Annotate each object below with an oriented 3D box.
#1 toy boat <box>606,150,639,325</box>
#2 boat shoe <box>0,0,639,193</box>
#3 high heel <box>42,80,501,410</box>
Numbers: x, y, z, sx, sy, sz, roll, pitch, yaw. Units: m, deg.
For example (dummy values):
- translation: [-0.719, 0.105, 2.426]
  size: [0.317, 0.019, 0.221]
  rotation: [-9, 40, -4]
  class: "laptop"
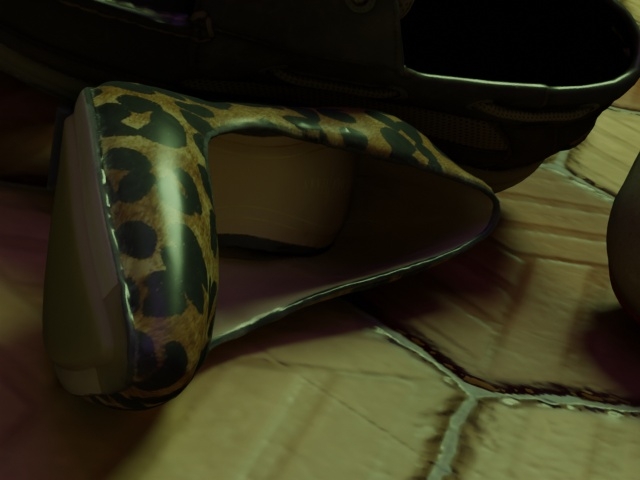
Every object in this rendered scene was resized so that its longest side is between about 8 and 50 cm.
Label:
- translation: [0.246, 0.012, 0.668]
  size: [0.231, 0.151, 0.151]
  rotation: [14, -25, 40]
  class: "toy boat"
- translation: [-0.008, -0.119, 0.668]
  size: [0.355, 0.130, 0.132]
  rotation: [12, 65, -35]
  class: "boat shoe"
- translation: [0.000, 0.000, 0.551]
  size: [0.186, 0.093, 0.261]
  rotation: [7, 16, -11]
  class: "high heel"
